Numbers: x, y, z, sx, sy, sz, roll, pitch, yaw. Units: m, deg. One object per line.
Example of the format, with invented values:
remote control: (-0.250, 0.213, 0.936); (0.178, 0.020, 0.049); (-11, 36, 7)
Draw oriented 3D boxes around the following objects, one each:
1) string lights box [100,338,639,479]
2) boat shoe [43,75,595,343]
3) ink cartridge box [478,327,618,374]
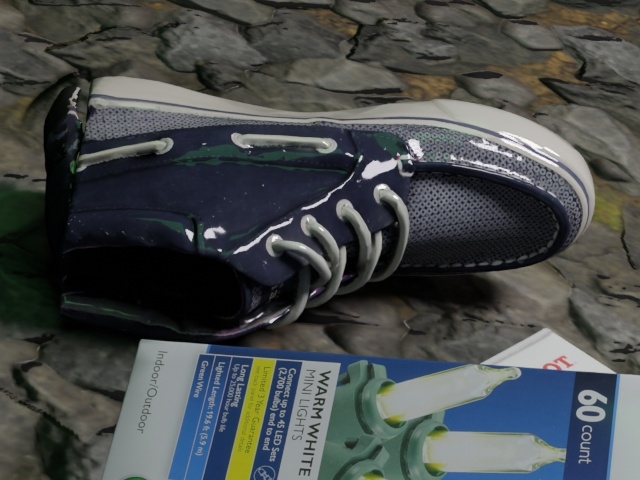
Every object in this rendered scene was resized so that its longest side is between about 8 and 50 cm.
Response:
string lights box: (0.037, 0.125, 0.774); (0.260, 0.076, 0.133); (3, 56, 13)
boat shoe: (0.000, 0.000, 1.050); (0.341, 0.127, 0.158); (4, 38, -4)
ink cartridge box: (0.141, 0.152, 0.876); (0.218, 0.092, 0.158); (32, 34, 29)
